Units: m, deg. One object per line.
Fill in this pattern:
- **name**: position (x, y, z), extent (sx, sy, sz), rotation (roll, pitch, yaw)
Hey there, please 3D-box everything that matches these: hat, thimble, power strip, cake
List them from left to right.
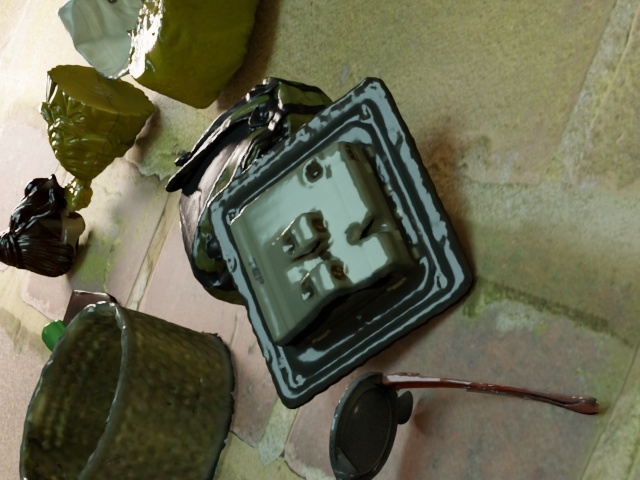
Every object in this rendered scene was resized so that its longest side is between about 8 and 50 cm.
- **thimble**: position (-0.230, 0.213, 1.691), extent (0.271, 0.150, 0.271), rotation (-39, 39, 42)
- **hat**: position (-0.246, -0.392, 2.187), extent (0.301, 0.168, 0.258), rotation (-53, 16, -29)
- **cake**: position (-0.167, -0.304, 1.947), extent (0.179, 0.156, 0.261), rotation (137, 150, -61)
- **power strip**: position (-0.002, 0.001, 1.417), extent (0.251, 0.092, 0.257), rotation (-40, 61, 33)

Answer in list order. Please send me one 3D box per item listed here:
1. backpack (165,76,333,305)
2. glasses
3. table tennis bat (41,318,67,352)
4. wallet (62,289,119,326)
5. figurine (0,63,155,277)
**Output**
- **backpack**: position (-0.073, -0.066, 1.629), extent (0.253, 0.140, 0.207), rotation (-59, 33, 23)
- **glasses**: position (0.118, 0.229, 1.207), extent (0.268, 0.118, 0.234), rotation (-1, 67, 38)
- **table tennis bat**: position (-0.314, 0.179, 1.949), extent (0.257, 0.039, 0.160), rotation (37, 103, 47)
- **wallet**: position (-0.353, 0.194, 2.039), extent (0.137, 0.031, 0.255), rotation (1, 73, 56)
- **figurine**: position (-0.379, -0.089, 2.196), extent (0.187, 0.168, 0.315), rotation (35, 114, 34)
